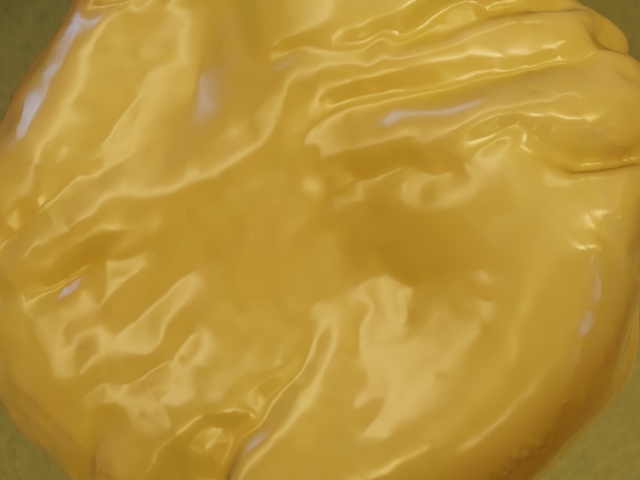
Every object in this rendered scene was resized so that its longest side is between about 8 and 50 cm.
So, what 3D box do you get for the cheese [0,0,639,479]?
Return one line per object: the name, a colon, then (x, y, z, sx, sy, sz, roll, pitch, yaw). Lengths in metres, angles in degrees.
cheese: (0.000, 0.000, 0.632, 0.214, 0.117, 0.226, 40, 95, 22)
